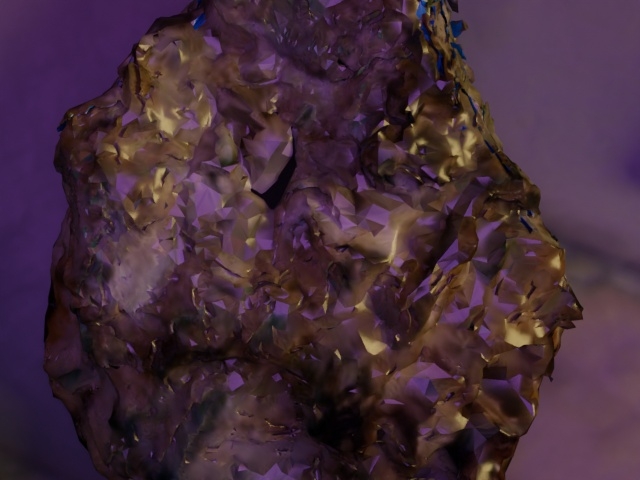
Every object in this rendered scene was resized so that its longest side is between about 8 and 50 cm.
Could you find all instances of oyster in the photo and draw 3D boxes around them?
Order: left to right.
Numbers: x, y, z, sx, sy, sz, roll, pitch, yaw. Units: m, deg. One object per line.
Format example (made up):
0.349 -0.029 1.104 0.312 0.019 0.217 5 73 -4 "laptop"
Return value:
-0.001 0.002 0.599 0.198 0.092 0.259 18 90 5 "oyster"
